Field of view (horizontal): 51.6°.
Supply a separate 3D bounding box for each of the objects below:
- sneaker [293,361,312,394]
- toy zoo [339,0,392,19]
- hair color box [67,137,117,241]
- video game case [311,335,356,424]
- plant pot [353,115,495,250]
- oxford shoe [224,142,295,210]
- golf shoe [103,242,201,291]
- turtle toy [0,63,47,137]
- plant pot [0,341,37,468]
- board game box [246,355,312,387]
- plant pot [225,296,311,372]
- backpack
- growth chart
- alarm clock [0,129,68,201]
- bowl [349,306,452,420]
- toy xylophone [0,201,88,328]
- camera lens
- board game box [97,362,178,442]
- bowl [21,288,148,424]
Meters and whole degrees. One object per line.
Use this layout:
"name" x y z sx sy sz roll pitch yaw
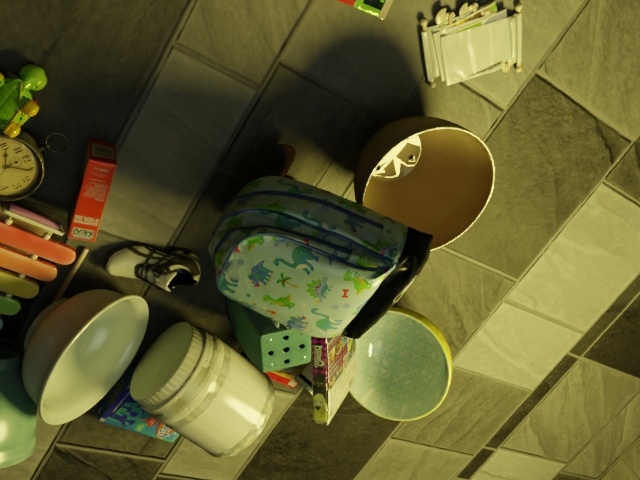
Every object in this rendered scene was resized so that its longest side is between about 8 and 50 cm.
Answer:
"sneaker" 0.013 0.353 1.671 0.094 0.090 0.235 -53 159 -9
"toy zoo" 0.027 -0.524 1.143 0.293 0.030 0.192 12 118 -27
"hair color box" -0.424 -0.092 1.224 0.053 0.093 0.167 11 118 -26
"video game case" 0.033 0.276 1.528 0.042 0.232 0.210 4 105 18
"plant pot" 0.186 -0.141 1.365 0.284 0.191 0.284 -10 126 -14
"oxford shoe" -0.118 -0.110 1.351 0.212 0.076 0.076 -47 167 25
"golf shoe" -0.343 0.059 1.360 0.198 0.094 0.077 0 124 -19
"turtle toy" -0.511 -0.240 1.105 0.130 0.066 0.095 -44 103 8
"plant pot" -0.696 0.301 1.296 0.293 0.293 0.196 10 92 -27
"board game box" -0.065 0.265 1.637 0.147 0.045 0.193 30 108 -34
"plant pot" -0.105 0.161 1.431 0.166 0.234 0.165 -10 126 -14
"backpack" -0.026 0.032 1.227 0.356 0.273 0.290 37 135 -1
"growth chart" 0.312 -0.401 1.343 0.237 0.021 0.171 -15 126 -11
"alarm clock" -0.536 -0.144 1.163 0.192 0.064 0.129 -21 127 -4
"bowl" 0.204 0.288 1.668 0.156 0.289 0.289 -28 148 -61
"toy xylophone" -0.590 0.065 1.275 0.236 0.081 0.322 18 115 -31
"camera lens" -0.256 0.338 1.489 0.219 0.219 0.274 -41 118 9
"board game box" -0.401 0.395 1.595 0.210 0.047 0.160 30 108 -35
"bowl" -0.496 0.209 1.338 0.134 0.298 0.297 30 116 13
